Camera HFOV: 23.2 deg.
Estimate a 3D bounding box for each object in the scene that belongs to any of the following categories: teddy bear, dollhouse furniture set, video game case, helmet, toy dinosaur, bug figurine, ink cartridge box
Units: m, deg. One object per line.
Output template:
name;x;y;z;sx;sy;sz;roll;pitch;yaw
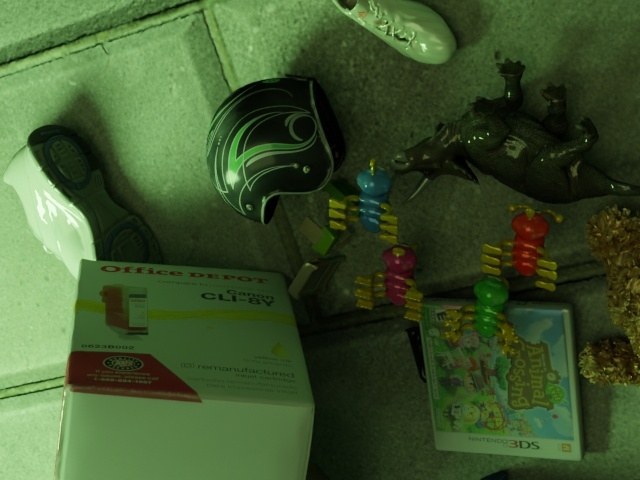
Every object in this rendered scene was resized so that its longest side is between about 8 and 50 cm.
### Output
teddy bear;0.410;0.109;1.795;0.245;0.113;0.338;6;110;24
dollhouse furniture set;0.000;0.000;1.963;0.058;0.076;0.152;42;118;20
video game case;0.224;0.172;1.929;0.193;0.023;0.212;1;114;22
helmet;-0.061;-0.110;1.897;0.161;0.169;0.169;-18;100;12
toy dinosaur;0.243;-0.105;1.805;0.313;0.121;0.160;14;143;9
bug figurine;0.148;0.017;1.828;0.279;0.072;0.216;17;131;16
ink cartridge box;-0.168;0.168;1.871;0.279;0.385;0.160;5;110;-8

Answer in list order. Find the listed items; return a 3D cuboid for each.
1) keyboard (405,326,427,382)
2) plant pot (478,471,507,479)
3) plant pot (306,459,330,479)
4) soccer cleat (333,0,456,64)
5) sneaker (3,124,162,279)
keyboard;0.196;0.121;1.944;0.180;0.023;0.108;-8;111;25
plant pot;0.240;0.432;1.918;0.212;0.236;0.236;17;115;24
plant pot;-0.168;0.339;2.017;0.280;0.323;0.323;48;124;37
soccer cleat;0.071;-0.268;1.831;0.196;0.076;0.068;38;119;7
sneaker;-0.317;-0.010;2.094;0.129;0.111;0.297;-27;93;46
